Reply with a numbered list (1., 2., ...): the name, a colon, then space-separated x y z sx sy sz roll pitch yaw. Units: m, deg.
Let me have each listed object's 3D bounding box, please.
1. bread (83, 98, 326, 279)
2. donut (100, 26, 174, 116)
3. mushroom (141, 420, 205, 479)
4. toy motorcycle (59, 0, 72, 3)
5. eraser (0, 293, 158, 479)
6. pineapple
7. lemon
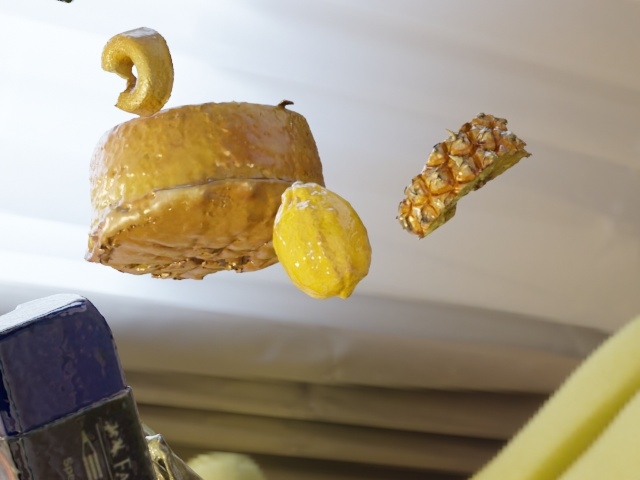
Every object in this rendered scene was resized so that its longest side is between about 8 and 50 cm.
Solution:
1. bread: -0.181 -0.063 2.249 0.398 0.398 0.215 -30 63 59
2. donut: -0.218 -0.202 1.744 0.097 0.043 0.108 -38 72 38
3. mushroom: -0.221 0.306 1.903 0.130 0.344 0.247 -46 6 -8
4. toy motorcycle: -0.381 -0.417 2.051 0.127 0.275 0.205 -49 -18 -81
5. eraser: -0.250 0.227 1.497 0.101 0.155 0.332 1 109 54
6. pineapple: 0.202 -0.104 2.038 0.079 0.233 0.135 40 158 20
7. lemon: 0.000 0.000 1.796 0.155 0.114 0.114 62 147 4
